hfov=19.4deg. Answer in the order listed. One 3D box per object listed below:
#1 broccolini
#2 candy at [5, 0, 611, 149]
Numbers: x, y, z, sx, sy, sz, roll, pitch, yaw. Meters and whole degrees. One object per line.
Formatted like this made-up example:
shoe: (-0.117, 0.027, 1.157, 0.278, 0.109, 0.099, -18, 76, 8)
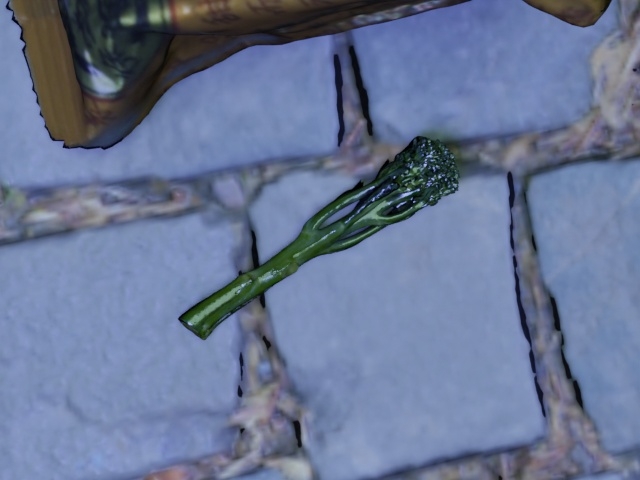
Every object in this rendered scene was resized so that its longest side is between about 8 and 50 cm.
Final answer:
broccolini: (0.000, 0.000, 0.813, 0.140, 0.035, 0.030, -33, 91, -7)
candy: (-0.014, -0.122, 0.759, 0.271, 0.101, 0.143, -8, 89, 19)
